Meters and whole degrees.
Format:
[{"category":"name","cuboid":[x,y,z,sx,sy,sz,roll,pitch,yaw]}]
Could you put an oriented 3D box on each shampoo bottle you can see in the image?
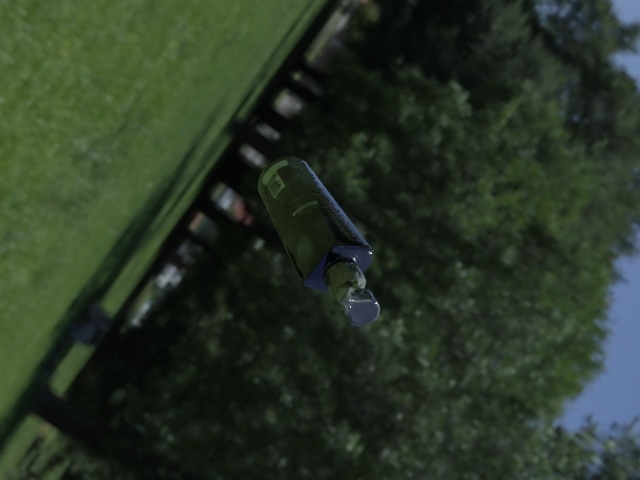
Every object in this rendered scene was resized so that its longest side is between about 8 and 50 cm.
[{"category":"shampoo bottle","cuboid":[0.000,0.001,1.369,0.057,0.063,0.208,-56,-140,21]}]
